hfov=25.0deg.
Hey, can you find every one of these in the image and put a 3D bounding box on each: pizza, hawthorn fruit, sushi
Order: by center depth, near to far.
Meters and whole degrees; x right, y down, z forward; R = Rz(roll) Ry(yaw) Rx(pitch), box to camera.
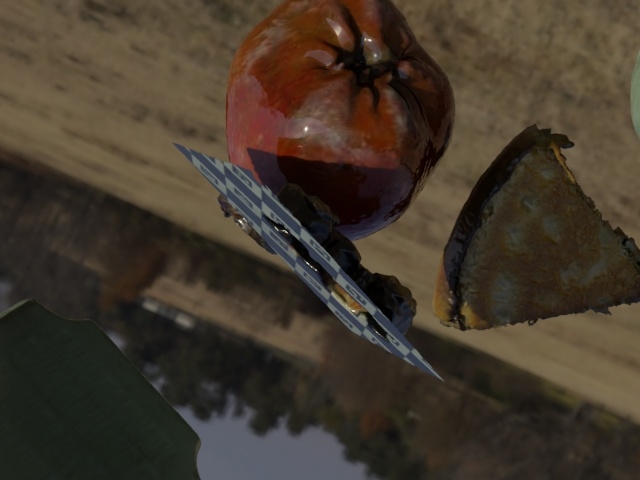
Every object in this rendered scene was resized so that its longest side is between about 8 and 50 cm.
[{"bbox_3d":[0.000,0.000,1.417,0.290,0.050,0.264,47,171,-20],"label":"sushi"},{"bbox_3d":[0.013,-0.138,1.618,0.284,0.284,0.284,24,176,2],"label":"hawthorn fruit"},{"bbox_3d":[0.276,-0.017,1.730,0.287,0.251,0.074,-5,-154,-18],"label":"pizza"}]

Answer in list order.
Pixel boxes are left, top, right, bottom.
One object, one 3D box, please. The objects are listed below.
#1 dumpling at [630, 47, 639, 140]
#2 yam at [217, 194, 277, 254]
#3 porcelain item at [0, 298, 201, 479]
[{"bbox_3d":[0.399,-0.182,1.567,0.105,0.217,0.149,24,161,-5],"label":"dumpling"},{"bbox_3d":[-0.020,-0.123,1.940,0.131,0.280,0.131,39,179,0],"label":"yam"},{"bbox_3d":[-0.272,0.221,1.367,0.286,0.157,0.281,46,-149,4],"label":"porcelain item"}]
